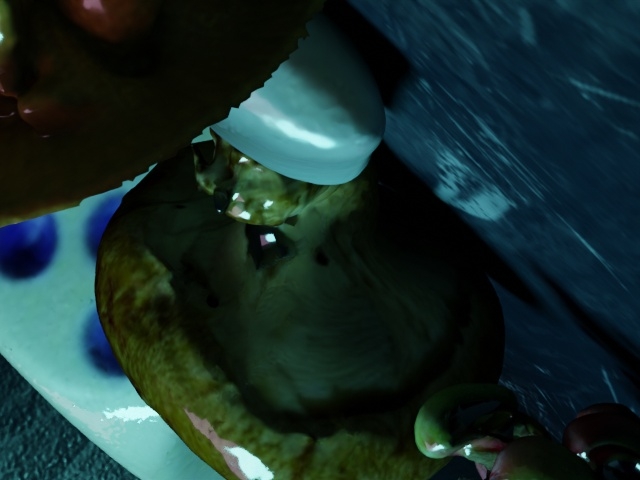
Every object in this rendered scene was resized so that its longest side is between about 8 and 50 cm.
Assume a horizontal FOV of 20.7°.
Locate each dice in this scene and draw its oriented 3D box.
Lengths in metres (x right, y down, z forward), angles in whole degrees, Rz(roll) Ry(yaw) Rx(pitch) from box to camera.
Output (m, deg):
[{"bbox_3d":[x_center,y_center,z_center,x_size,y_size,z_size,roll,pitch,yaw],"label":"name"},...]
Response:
[{"bbox_3d":[-0.137,0.028,1.607,0.304,0.304,0.277,42,177,22],"label":"dice"}]

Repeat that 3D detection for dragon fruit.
[{"bbox_3d":[0.179,0.186,0.976,0.218,0.198,0.272,-119,11,-60],"label":"dragon fruit"}]

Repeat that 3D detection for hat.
[{"bbox_3d":[-0.147,-0.152,0.539,0.244,0.233,0.233,-102,-12,-54],"label":"hat"}]

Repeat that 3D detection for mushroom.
[{"bbox_3d":[0.002,0.032,1.070,0.267,0.267,0.254,44,143,-14],"label":"mushroom"}]

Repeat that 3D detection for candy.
[{"bbox_3d":[-0.030,-0.082,0.810,0.138,0.071,0.174,44,177,0],"label":"candy"}]
